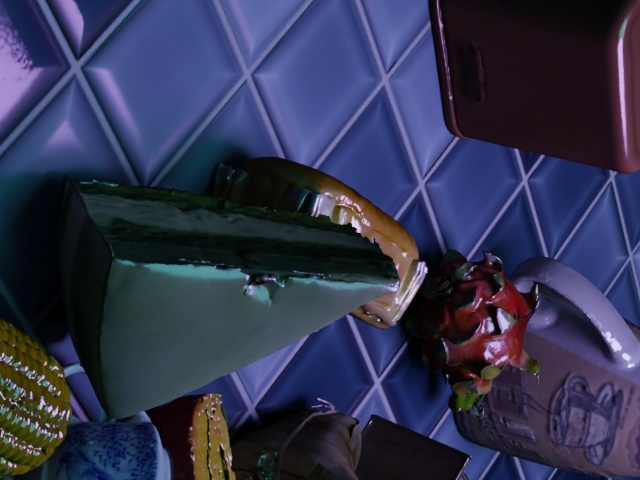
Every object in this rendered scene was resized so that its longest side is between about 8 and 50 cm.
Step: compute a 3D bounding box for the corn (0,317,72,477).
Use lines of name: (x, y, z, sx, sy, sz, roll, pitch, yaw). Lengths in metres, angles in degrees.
corn: (-0.322, 0.086, 1.375, 0.344, 0.131, 0.131, 39, 74, -55)

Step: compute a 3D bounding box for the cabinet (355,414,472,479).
cabinet: (0.091, 0.349, 2.087, 0.215, 0.148, 0.175, -57, 144, -22)

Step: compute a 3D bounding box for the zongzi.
zongzi: (0.014, 0.234, 1.875, 0.194, 0.197, 0.099, -23, 110, -53)

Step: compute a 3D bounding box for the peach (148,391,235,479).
peach: (-0.135, 0.228, 1.720, 0.092, 0.127, 0.172, 3, 99, -53)

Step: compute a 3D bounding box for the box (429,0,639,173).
box: (0.317, -0.257, 2.028, 0.339, 0.229, 0.239, -44, 138, -35)

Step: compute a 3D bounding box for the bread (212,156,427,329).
bread: (0.000, 0.000, 1.789, 0.241, 0.136, 0.107, 35, 77, -54)

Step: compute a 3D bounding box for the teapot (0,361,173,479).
teapot: (-0.216, 0.224, 1.605, 0.159, 0.159, 0.232, 29, 66, -56)

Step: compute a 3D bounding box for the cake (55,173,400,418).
cake: (-0.089, 0.060, 1.583, 0.283, 0.158, 0.172, 5, 116, -26)

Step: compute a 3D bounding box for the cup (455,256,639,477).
cup: (0.325, 0.152, 2.229, 0.227, 0.257, 0.301, -46, 138, -35)

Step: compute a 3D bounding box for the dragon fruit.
dragon fruit: (0.182, 0.119, 2.108, 0.135, 0.137, 0.236, -30, 122, -34)
